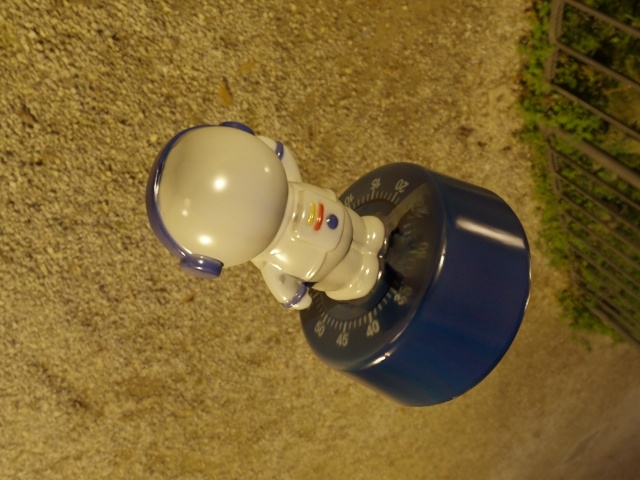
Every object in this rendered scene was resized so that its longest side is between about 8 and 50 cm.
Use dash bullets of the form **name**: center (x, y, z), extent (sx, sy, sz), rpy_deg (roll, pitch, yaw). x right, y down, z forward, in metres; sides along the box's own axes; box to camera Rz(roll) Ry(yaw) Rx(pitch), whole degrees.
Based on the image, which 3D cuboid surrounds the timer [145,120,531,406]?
- **timer**: center (0.000, 0.000, 0.691), extent (0.383, 0.270, 0.270), rpy_deg (25, 109, -31)
